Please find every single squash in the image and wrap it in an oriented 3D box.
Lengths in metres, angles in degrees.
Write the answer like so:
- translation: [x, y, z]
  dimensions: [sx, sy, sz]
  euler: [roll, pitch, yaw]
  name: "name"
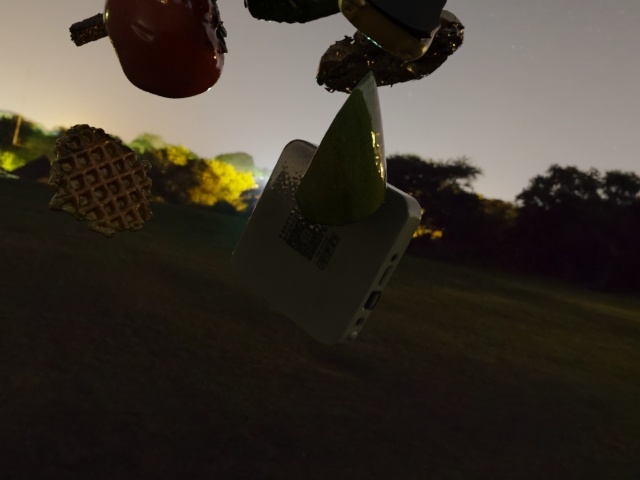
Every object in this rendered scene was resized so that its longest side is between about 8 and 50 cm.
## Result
- translation: [0.024, -0.174, 1.031]
  dimensions: [0.189, 0.189, 0.260]
  euler: [14, -43, 33]
  name: "squash"

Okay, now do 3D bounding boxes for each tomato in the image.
- translation: [-0.364, -0.500, 1.324]
  dimensions: [0.273, 0.341, 0.341]
  euler: [-10, 1, 0]
  name: "tomato"

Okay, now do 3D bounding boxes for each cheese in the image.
- translation: [0.073, -0.226, 0.492]
  dimensions: [0.086, 0.162, 0.036]
  euler: [30, -33, -11]
  name: "cheese"

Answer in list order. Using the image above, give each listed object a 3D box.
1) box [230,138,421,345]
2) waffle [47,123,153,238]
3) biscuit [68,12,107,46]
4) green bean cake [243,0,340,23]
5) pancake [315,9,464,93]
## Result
- translation: [0.000, 0.000, 1.281]
  dimensions: [0.373, 0.367, 0.090]
  euler: [34, 14, 30]
  name: "box"
- translation: [-0.467, -0.124, 1.234]
  dimensions: [0.059, 0.243, 0.238]
  euler: [-16, -27, 36]
  name: "waffle"
- translation: [-0.547, -0.558, 1.470]
  dimensions: [0.034, 0.199, 0.064]
  euler: [54, -24, 12]
  name: "biscuit"
- translation: [-0.064, -0.597, 1.201]
  dimensions: [0.156, 0.249, 0.247]
  euler: [-26, 35, -29]
  name: "green bean cake"
- translation: [0.163, -0.441, 1.359]
  dimensions: [0.382, 0.071, 0.382]
  euler: [-15, -4, -1]
  name: "pancake"
